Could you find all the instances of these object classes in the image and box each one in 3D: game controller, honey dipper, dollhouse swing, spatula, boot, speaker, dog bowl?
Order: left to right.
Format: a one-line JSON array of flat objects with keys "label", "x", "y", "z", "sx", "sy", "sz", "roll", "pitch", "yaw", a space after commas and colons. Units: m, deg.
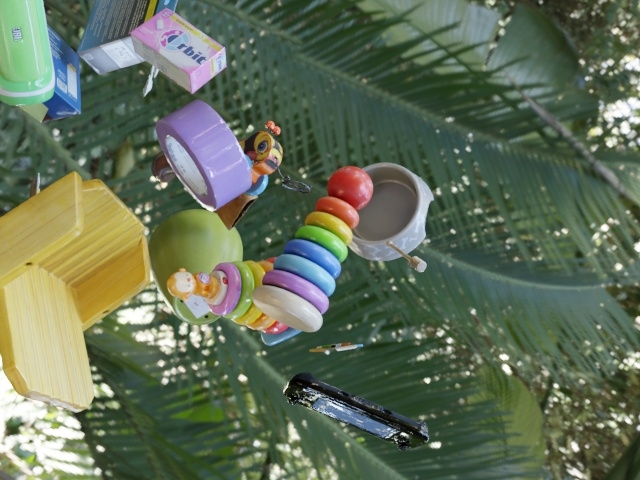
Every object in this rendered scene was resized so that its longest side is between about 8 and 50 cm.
[{"label": "speaker", "x": -0.608, "y": -0.425, "z": 1.342, "sx": 0.131, "sy": 0.131, "sz": 0.296, "roll": -70, "pitch": 167, "yaw": -54}, {"label": "dollhouse swing", "x": -0.464, "y": 0.116, "z": 1.357, "sx": 0.315, "sy": 0.305, "sz": 0.347, "roll": -34, "pitch": 156, "yaw": -6}, {"label": "spatula", "x": -0.509, "y": -0.550, "z": 2.104, "sx": 0.168, "sy": 0.019, "sz": 0.242, "roll": -61, "pitch": -156, "yaw": 24}, {"label": "boot", "x": -0.310, "y": -0.149, "z": 1.818, "sx": 0.264, "sy": 0.280, "sz": 0.096, "roll": -40, "pitch": 177, "yaw": 38}, {"label": "game controller", "x": 0.074, "y": 0.367, "z": 1.454, "sx": 0.166, "sy": 0.319, "sz": 0.067, "roll": 115, "pitch": -3, "yaw": -72}, {"label": "dog bowl", "x": 0.209, "y": -0.109, "z": 2.325, "sx": 0.348, "sy": 0.349, "sz": 0.102, "roll": -56, "pitch": 148, "yaw": -5}, {"label": "honey dipper", "x": 0.218, "y": 0.037, "z": 1.767, "sx": 0.030, "sy": 0.030, "sz": 0.161, "roll": -54, "pitch": -145, "yaw": 3}]

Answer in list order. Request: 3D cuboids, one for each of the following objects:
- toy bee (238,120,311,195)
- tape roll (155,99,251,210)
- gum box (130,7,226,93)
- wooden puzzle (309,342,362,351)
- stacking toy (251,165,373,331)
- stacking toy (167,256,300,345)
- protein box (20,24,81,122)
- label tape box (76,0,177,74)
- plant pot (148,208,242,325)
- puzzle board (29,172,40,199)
[{"label": "toy bee", "x": -0.148, "y": -0.184, "z": 1.536, "sx": 0.195, "sy": 0.298, "sz": 0.162, "roll": 76, "pitch": 24, "yaw": -72}, {"label": "tape roll", "x": -0.212, "y": -0.152, "z": 1.230, "sx": 0.080, "sy": 0.189, "sz": 0.189, "roll": -36, "pitch": -176, "yaw": -20}, {"label": "gum box", "x": -0.311, "y": -0.416, "z": 1.474, "sx": 0.107, "sy": 0.188, "sz": 0.062, "roll": -47, "pitch": 164, "yaw": -25}, {"label": "wooden puzzle", "x": 0.036, "y": 0.245, "z": 1.573, "sx": 0.079, "sy": 0.116, "sz": 0.014, "roll": -7, "pitch": -95, "yaw": 42}, {"label": "stacking toy", "x": 0.000, "y": 0.000, "z": 1.289, "sx": 0.330, "sy": 0.141, "sz": 0.141, "roll": -64, "pitch": -167, "yaw": -19}, {"label": "stacking toy", "x": -0.170, "y": 0.099, "z": 1.352, "sx": 0.166, "sy": 0.302, "sz": 0.175, "roll": -33, "pitch": -122, "yaw": 38}, {"label": "protein box", "x": -0.809, "y": -0.486, "z": 1.975, "sx": 0.200, "sy": 0.136, "sz": 0.201, "roll": 55, "pitch": 25, "yaw": -71}, {"label": "label tape box", "x": -0.508, "y": -0.628, "z": 1.940, "sx": 0.334, "sy": 0.106, "sz": 0.240, "roll": -8, "pitch": -122, "yaw": 24}, {"label": "plant pot", "x": -0.335, "y": 0.095, "z": 1.850, "sx": 0.275, "sy": 0.275, "sz": 0.293, "roll": -52, "pitch": -156, "yaw": 13}, {"label": "puzzle board", "x": -0.749, "y": -0.114, "z": 1.778, "sx": 0.128, "sy": 0.011, "sz": 0.096, "roll": -20, "pitch": -114, "yaw": 57}]
